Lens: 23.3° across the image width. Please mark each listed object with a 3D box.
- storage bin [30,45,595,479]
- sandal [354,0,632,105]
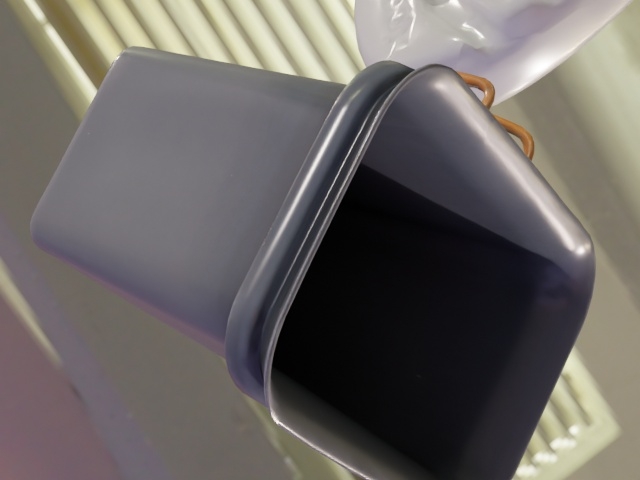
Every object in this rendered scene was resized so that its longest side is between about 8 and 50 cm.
[{"bbox_3d":[0.000,0.000,0.388,0.091,0.098,0.135,21,170,33],"label":"storage bin"},{"bbox_3d":[0.191,-0.190,0.617,0.102,0.416,0.169,38,-154,-38],"label":"sandal"}]
